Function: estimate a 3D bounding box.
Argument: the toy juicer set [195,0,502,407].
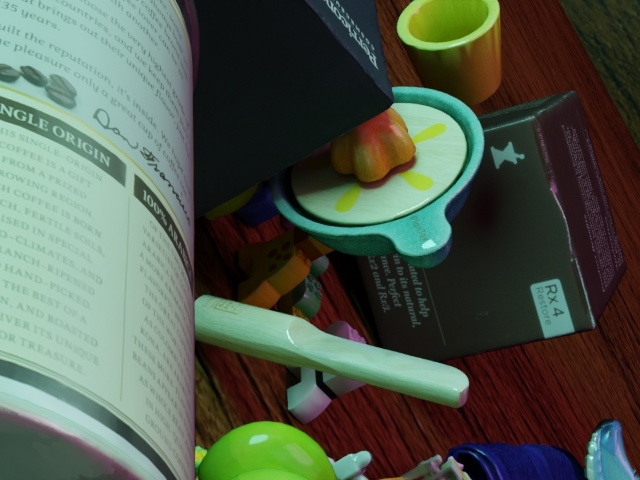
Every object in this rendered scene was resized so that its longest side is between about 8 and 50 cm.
[{"bbox_3d":[0.000,-0.040,0.933,0.329,0.209,0.089,-77,156,-43],"label":"toy juicer set"}]

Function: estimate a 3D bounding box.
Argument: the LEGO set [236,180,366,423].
[{"bbox_3d":[0.000,0.000,1.027,0.087,0.093,0.227,47,26,-36],"label":"LEGO set"}]

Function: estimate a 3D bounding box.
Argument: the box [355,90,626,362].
[{"bbox_3d":[0.135,-0.013,1.212,0.203,0.167,0.168,-30,105,-68],"label":"box"}]

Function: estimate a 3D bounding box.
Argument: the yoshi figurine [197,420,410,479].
[{"bbox_3d":[-0.010,0.247,0.670,0.203,0.203,0.362,-37,118,-29],"label":"yoshi figurine"}]

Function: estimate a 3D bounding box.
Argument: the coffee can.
[{"bbox_3d":[-0.143,0.009,0.539,0.201,0.201,0.275,45,27,-37],"label":"coffee can"}]

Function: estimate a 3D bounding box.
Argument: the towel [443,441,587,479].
[{"bbox_3d":[0.158,0.259,1.088,0.308,0.076,0.228,19,52,-68],"label":"towel"}]

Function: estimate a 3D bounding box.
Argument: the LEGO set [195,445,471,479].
[{"bbox_3d":[0.021,0.162,0.844,0.287,0.107,0.132,47,21,-26],"label":"LEGO set"}]

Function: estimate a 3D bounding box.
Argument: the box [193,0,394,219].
[{"bbox_3d":[-0.130,-0.240,0.911,0.343,0.179,0.312,46,25,-35],"label":"box"}]

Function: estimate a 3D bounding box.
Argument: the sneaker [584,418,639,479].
[{"bbox_3d":[0.259,0.215,1.194,0.162,0.073,0.063,69,17,2],"label":"sneaker"}]
